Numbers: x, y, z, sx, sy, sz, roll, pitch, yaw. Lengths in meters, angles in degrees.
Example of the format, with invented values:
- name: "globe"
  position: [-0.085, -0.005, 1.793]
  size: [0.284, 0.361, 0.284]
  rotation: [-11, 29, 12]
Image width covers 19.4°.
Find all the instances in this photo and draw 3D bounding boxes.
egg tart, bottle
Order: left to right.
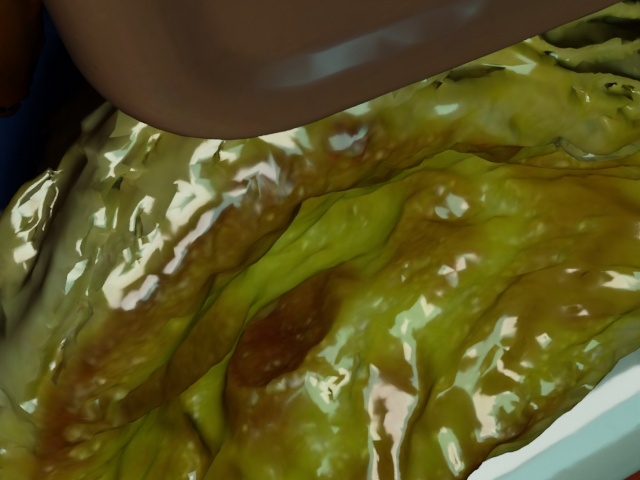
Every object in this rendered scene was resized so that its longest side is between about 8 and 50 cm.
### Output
- name: "egg tart"
  position: [0.000, 0.000, 0.584]
  size: [0.295, 0.116, 0.295]
  rotation: [-25, 149, -16]
- name: "bottle"
  position: [0.105, 0.080, 0.903]
  size: [0.245, 0.104, 0.104]
  rotation: [-34, 144, 12]

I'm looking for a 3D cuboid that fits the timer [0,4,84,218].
- name: "timer"
  position: [-0.001, -0.070, 0.668]
  size: [0.253, 0.078, 0.178]
  rotation: [0, 139, -31]

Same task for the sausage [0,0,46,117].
- name: "sausage"
  position: [-0.167, -0.138, 0.434]
  size: [0.102, 0.102, 0.330]
  rotation: [-29, 137, 5]

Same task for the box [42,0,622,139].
- name: "box"
  position: [0.051, -0.208, 0.388]
  size: [0.339, 0.229, 0.239]
  rotation: [-22, 144, -4]
